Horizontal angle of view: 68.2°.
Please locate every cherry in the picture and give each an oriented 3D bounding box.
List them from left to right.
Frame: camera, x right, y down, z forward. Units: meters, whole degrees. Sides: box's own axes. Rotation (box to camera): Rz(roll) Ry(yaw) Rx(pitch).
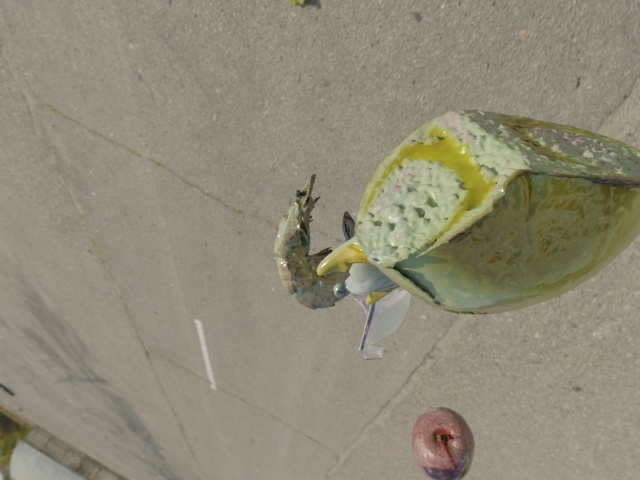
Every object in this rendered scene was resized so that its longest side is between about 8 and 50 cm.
[{"bbox_3d":[0.413,0.689,1.599,0.213,0.235,0.285,17,159,29],"label":"cherry"}]

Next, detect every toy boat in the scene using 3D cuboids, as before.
[{"bbox_3d":[0.198,0.170,1.345,0.219,0.318,0.072,-15,146,17],"label":"toy boat"}]

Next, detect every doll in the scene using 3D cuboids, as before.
[{"bbox_3d":[0.146,0.009,0.837,0.146,0.316,0.103,18,-146,-56],"label":"doll"}]

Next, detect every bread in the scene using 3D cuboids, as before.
[{"bbox_3d":[0.151,-0.021,0.424,0.261,0.158,0.156,1,123,-16],"label":"bread"}]

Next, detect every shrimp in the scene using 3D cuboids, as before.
[{"bbox_3d":[0.000,0.000,1.240,0.247,0.359,0.085,-1,173,-17],"label":"shrimp"}]
